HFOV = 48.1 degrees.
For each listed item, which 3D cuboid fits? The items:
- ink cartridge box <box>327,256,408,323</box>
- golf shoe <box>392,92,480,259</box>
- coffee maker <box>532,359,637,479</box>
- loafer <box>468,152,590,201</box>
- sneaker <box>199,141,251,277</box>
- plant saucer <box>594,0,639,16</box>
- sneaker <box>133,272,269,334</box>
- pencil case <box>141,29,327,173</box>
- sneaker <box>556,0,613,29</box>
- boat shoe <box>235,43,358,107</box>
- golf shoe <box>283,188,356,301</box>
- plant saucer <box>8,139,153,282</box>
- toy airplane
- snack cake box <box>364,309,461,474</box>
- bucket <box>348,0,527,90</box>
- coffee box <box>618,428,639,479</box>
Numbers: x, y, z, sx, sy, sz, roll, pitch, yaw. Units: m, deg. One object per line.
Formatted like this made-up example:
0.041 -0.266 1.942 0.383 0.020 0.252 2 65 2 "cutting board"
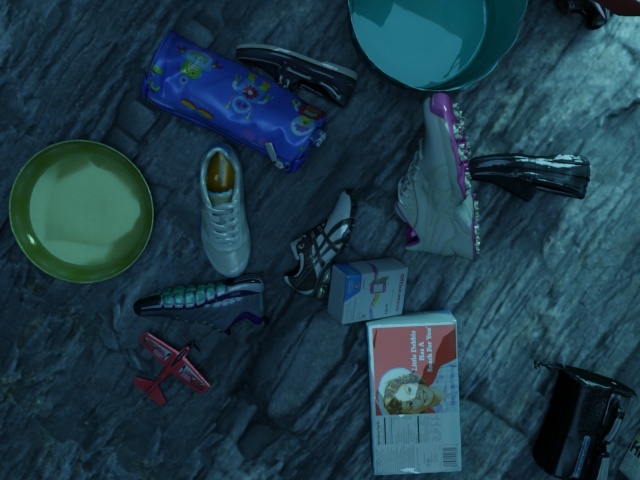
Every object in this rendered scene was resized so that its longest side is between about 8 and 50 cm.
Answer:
0.080 0.082 1.193 0.123 0.052 0.088 -7 114 -30 "ink cartridge box"
0.174 -0.087 1.129 0.140 0.115 0.306 -2 129 17 "golf shoe"
0.430 0.312 1.237 0.171 0.120 0.178 19 95 21 "coffee maker"
0.340 -0.103 1.194 0.223 0.076 0.078 1 88 -4 "loafer"
-0.164 -0.048 1.187 0.088 0.092 0.228 -7 98 -2 "sneaker"
0.365 -0.451 1.061 0.259 0.258 0.048 21 139 -23 "plant saucer"
-0.200 0.124 1.214 0.224 0.083 0.098 -10 102 0 "sneaker"
-0.138 -0.213 1.151 0.306 0.119 0.133 27 54 -3 "pencil case"
0.407 -0.410 1.164 0.178 0.072 0.077 33 96 -3 "sneaker"
-0.043 -0.270 1.173 0.206 0.075 0.064 14 93 -7 "boat shoe"
0.000 0.000 1.203 0.094 0.077 0.198 19 95 -3 "golf shoe"
-0.399 -0.049 1.212 0.241 0.037 0.240 0 96 -1 "plant saucer"
-0.267 0.230 1.249 0.151 0.028 0.151 0 96 1 "toy airplane"
0.156 0.258 1.228 0.152 0.089 0.264 -2 96 1 "snack cake box"
0.167 -0.362 1.110 0.281 0.183 0.281 0 97 -1 "bucket"
0.650 0.335 1.237 0.141 0.098 0.246 24 96 -4 "coffee box"
